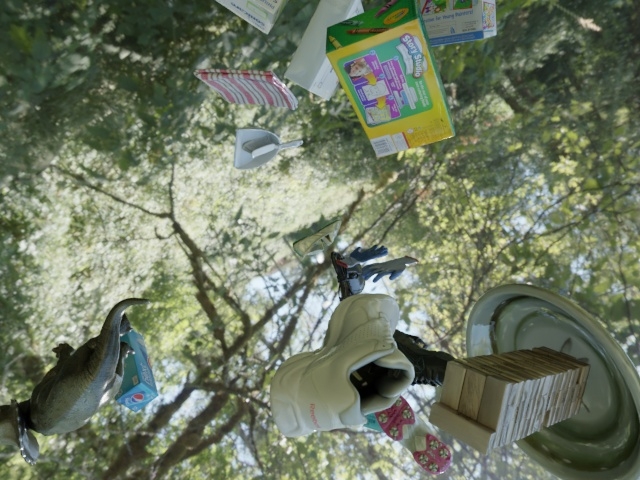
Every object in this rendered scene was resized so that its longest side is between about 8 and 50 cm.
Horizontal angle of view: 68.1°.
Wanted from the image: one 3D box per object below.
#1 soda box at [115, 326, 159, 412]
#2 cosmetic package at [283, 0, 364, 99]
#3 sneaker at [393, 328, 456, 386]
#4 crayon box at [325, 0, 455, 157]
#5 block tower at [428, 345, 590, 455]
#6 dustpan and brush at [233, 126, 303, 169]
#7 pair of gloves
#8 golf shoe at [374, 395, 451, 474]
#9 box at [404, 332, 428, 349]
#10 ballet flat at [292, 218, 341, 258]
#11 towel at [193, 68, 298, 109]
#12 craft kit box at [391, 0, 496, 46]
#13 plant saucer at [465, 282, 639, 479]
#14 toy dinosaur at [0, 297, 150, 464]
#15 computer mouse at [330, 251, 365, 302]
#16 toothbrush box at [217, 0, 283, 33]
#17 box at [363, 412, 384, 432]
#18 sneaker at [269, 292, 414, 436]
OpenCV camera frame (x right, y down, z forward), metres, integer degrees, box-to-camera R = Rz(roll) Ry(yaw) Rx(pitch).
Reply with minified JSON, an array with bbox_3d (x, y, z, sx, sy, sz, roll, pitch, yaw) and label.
[{"bbox_3d":[-0.450,0.295,1.122,0.067,0.071,0.210,-35,-137,-5],"label":"soda box"},{"bbox_3d":[0.029,-0.595,1.468,0.284,0.098,0.377,-58,178,16],"label":"cosmetic package"},{"bbox_3d":[0.307,0.389,1.413,0.341,0.125,0.139,17,-119,46],"label":"sneaker"},{"bbox_3d":[0.140,-0.294,0.898,0.166,0.278,0.081,-13,-128,22],"label":"crayon box"},{"bbox_3d":[0.305,0.227,0.723,0.336,0.097,0.091,5,-173,-43],"label":"block tower"},{"bbox_3d":[-0.149,-0.281,1.410,0.211,0.060,0.147,-25,149,-33],"label":"dustpan and brush"},{"bbox_3d":[0.140,0.056,1.210,0.159,0.023,0.198,-18,-155,-33],"label":"pair of gloves"},{"bbox_3d":[0.264,0.574,1.460,0.115,0.306,0.140,-40,171,-3],"label":"golf shoe"},{"bbox_3d":[0.253,0.499,1.911,0.293,0.073,0.296,-52,-161,-16],"label":"box"},{"bbox_3d":[0.000,0.000,1.191,0.168,0.052,0.057,-29,167,-35],"label":"ballet flat"},{"bbox_3d":[-0.162,-0.332,1.042,0.197,0.029,0.144,9,175,20],"label":"towel"},{"bbox_3d":[0.259,-0.561,1.042,0.061,0.246,0.250,-29,-151,-30],"label":"craft kit box"},{"bbox_3d":[0.457,0.262,0.914,0.101,0.400,0.400,-17,-174,-22],"label":"plant saucer"},{"bbox_3d":[-0.311,0.189,0.616,0.314,0.121,0.160,-29,-153,18],"label":"toy dinosaur"},{"bbox_3d":[0.097,0.118,1.448,0.072,0.188,0.272,-14,177,9],"label":"computer mouse"},{"bbox_3d":[-0.169,-0.800,1.399,0.283,0.206,0.122,-61,-169,-12],"label":"toothbrush box"},{"bbox_3d":[0.174,0.656,1.754,0.100,0.245,0.060,124,-16,-76],"label":"box"},{"bbox_3d":[0.053,0.128,0.504,0.115,0.090,0.232,-5,-160,32],"label":"sneaker"}]
